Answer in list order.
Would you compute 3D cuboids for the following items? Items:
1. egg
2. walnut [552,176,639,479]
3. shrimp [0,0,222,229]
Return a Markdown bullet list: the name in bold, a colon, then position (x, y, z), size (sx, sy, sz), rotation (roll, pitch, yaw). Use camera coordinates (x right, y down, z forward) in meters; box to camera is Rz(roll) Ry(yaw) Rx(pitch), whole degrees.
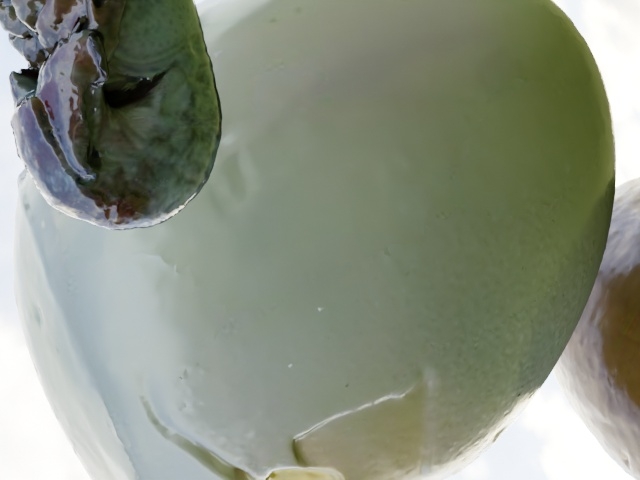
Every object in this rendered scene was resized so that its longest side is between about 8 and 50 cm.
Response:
- **egg**: position (0.000, 0.000, 1.011), size (0.283, 0.345, 0.283), rotation (51, 180, 0)
- **walnut**: position (0.236, 0.066, 1.116), size (0.203, 0.203, 0.298), rotation (55, -173, -18)
- **shrimp**: position (-0.098, -0.115, 0.698), size (0.079, 0.090, 0.232), rotation (-19, -92, -24)
